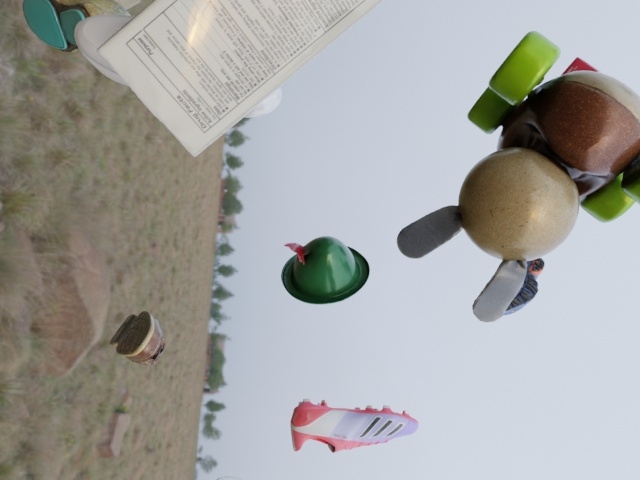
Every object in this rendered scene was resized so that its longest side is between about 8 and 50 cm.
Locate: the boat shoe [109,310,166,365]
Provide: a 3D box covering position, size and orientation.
[{"bbox_3d":[-0.239,0.137,0.722,0.064,0.060,0.178,-58,-160,-21],"label":"boat shoe"}]

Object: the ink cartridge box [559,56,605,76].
[{"bbox_3d":[0.692,-0.273,1.324,0.226,0.131,0.306,-53,-126,26],"label":"ink cartridge box"}]

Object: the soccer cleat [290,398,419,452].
[{"bbox_3d":[0.065,0.358,0.998,0.083,0.248,0.095,121,-23,-63],"label":"soccer cleat"}]

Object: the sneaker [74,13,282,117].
[{"bbox_3d":[-0.197,-0.281,0.741,0.152,0.305,0.114,104,1,-63],"label":"sneaker"}]

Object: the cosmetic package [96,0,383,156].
[{"bbox_3d":[-0.084,-0.256,0.606,0.153,0.296,0.129,51,4,-27],"label":"cosmetic package"}]

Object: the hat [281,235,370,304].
[{"bbox_3d":[0.000,0.000,0.970,0.208,0.173,0.183,-125,-161,-52],"label":"hat"}]

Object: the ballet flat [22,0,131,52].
[{"bbox_3d":[-0.489,-0.445,1.077,0.348,0.123,0.123,26,-64,39],"label":"ballet flat"}]

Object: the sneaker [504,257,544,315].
[{"bbox_3d":[0.381,0.095,1.043,0.221,0.083,0.087,-30,145,-48],"label":"sneaker"}]

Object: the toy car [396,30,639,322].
[{"bbox_3d":[0.157,-0.033,0.423,0.188,0.155,0.149,-50,174,-2],"label":"toy car"}]

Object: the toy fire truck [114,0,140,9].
[{"bbox_3d":[-0.499,-0.612,1.084,0.246,0.158,0.217,53,-10,14],"label":"toy fire truck"}]

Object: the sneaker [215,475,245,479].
[{"bbox_3d":[-0.081,0.422,0.511,0.323,0.130,0.236,28,-92,52],"label":"sneaker"}]
